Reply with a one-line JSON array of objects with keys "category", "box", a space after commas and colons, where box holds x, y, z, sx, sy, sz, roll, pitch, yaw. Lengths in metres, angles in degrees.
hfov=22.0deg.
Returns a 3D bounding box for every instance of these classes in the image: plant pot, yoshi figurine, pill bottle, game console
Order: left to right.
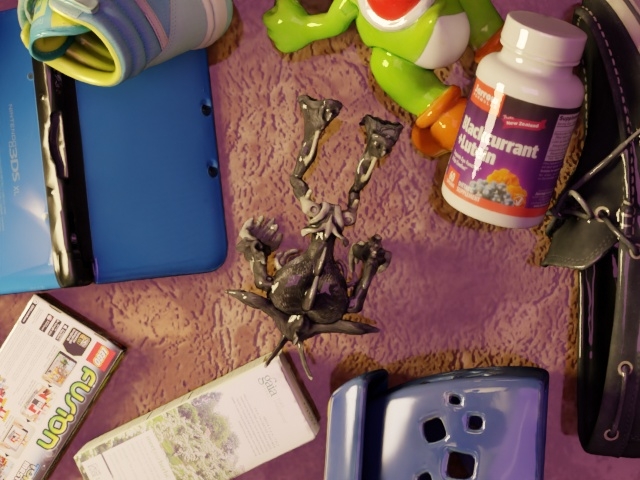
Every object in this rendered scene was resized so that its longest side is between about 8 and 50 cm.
[{"category": "game console", "box": [-0.259, -0.096, 1.745, 0.250, 0.173, 0.293, -7, 88, 32]}, {"category": "yoshi figurine", "box": [0.044, -0.262, 1.697, 0.362, 0.203, 0.203, 44, 131, -13]}, {"category": "plant pot", "box": [0.116, 0.238, 1.641, 0.212, 0.236, 0.236, 3, 89, 8]}, {"category": "pill bottle", "box": [0.193, -0.119, 1.602, 0.108, 0.108, 0.193, 15, 111, 1]}]

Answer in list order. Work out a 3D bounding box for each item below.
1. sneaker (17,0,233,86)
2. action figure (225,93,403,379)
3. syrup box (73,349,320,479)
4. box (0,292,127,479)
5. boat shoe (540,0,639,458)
[{"category": "sneaker", "box": [-0.245, -0.295, 1.619, 0.208, 0.127, 0.319, -39, 93, -36]}, {"category": "action figure", "box": [0.000, 0.000, 1.687, 0.164, 0.141, 0.276, 16, 89, -3]}, {"category": "syrup box", "box": [-0.125, 0.206, 1.706, 0.237, 0.096, 0.093, -26, 91, 0]}, {"category": "box", "box": [-0.307, 0.172, 1.738, 0.114, 0.036, 0.207, 32, 90, 1]}, {"category": "boat shoe", "box": [0.300, -0.014, 1.659, 0.156, 0.187, 0.500, -8, 92, -2]}]
